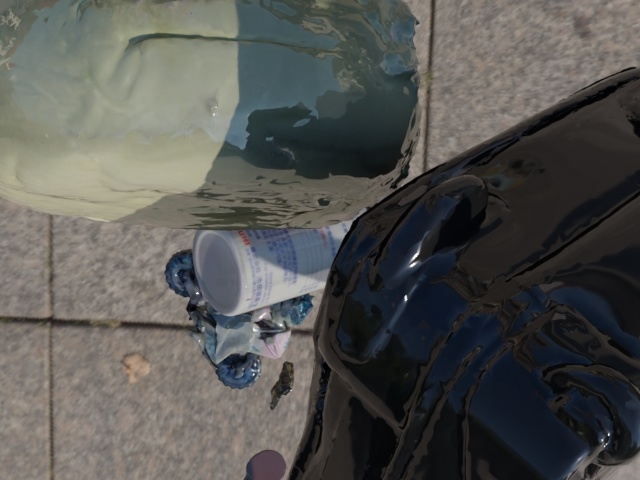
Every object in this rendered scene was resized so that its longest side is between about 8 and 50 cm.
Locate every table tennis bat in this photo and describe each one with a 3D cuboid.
[{"bbox_3d":[-0.084,0.307,1.153,0.083,0.007,0.050,-30,101,-14],"label":"table tennis bat"}]

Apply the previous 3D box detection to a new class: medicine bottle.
[{"bbox_3d":[0.000,0.000,1.224,0.340,0.130,0.130,-16,99,-35],"label":"medicine bottle"}]

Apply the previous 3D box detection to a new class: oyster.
[{"bbox_3d":[-0.055,0.200,1.245,0.019,0.054,0.083,21,128,-14],"label":"oyster"}]

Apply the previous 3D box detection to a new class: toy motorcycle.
[{"bbox_3d":[-0.111,0.100,1.371,0.204,0.108,0.239,-23,119,12],"label":"toy motorcycle"}]

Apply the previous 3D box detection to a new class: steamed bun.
[{"bbox_3d":[-0.103,-0.134,0.644,0.311,0.333,0.233,6,81,-30],"label":"steamed bun"}]

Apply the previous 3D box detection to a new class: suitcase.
[{"bbox_3d":[0.148,0.078,0.573,0.188,0.345,0.339,38,138,26],"label":"suitcase"}]
